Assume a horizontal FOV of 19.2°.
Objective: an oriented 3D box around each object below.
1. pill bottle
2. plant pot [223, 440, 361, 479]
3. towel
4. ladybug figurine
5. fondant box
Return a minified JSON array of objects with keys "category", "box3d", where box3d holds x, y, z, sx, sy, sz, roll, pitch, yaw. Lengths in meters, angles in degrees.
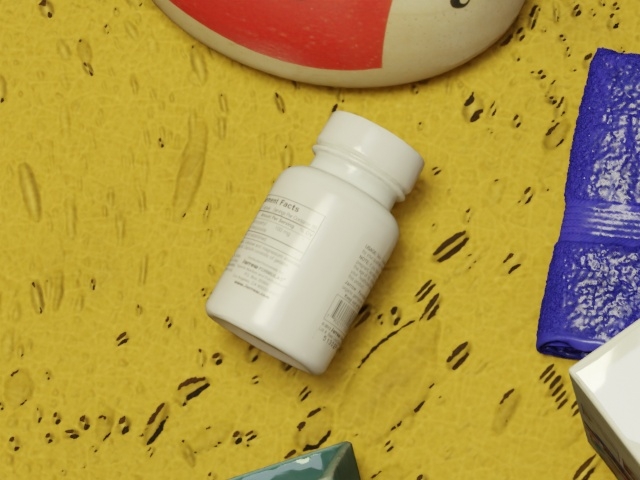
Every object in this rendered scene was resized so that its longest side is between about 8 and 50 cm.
[{"category":"pill bottle","box3d":[0.000,0.000,1.793,0.131,0.131,0.229,27,81,17]},{"category":"plant pot","box3d":[-0.057,0.344,1.661,0.247,0.248,0.252,-19,90,5]},{"category":"towel","box3d":[0.335,-0.024,1.764,0.227,0.076,0.308,9,77,13]},{"category":"ladybug figurine","box3d":[-0.012,-0.318,1.868,0.449,0.162,0.305,16,79,15]},{"category":"fondant box","box3d":[0.320,0.205,1.568,0.096,0.330,0.238,-36,71,-2]}]
